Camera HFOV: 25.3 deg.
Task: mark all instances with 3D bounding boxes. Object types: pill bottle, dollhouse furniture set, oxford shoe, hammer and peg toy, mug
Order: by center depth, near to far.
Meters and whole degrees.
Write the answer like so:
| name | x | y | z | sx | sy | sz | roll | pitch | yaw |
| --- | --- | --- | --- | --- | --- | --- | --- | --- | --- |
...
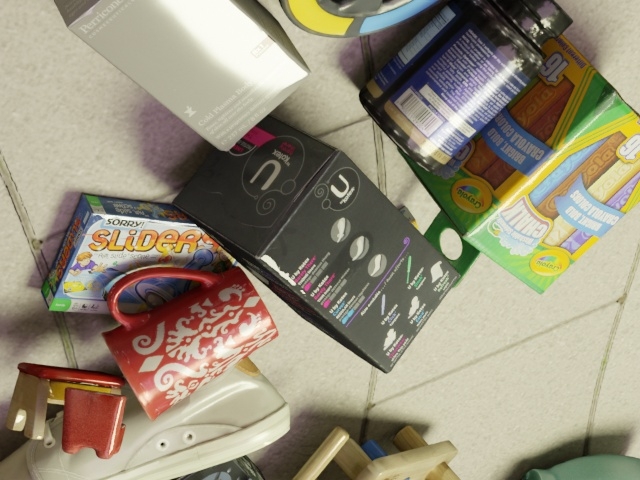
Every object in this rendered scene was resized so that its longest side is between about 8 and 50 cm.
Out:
| name | x | y | z | sx | sy | sz | roll | pitch | yaw |
| --- | --- | --- | --- | --- | --- | --- | --- | --- | --- |
| dollhouse furniture set | -0.341 | 0.119 | 1.401 | 0.374 | 0.201 | 0.152 | 10 | 88 | -34 |
| pill bottle | 0.156 | -0.187 | 1.512 | 0.219 | 0.123 | 0.123 | -44 | 137 | 12 |
| mug | -0.144 | 0.097 | 1.557 | 0.169 | 0.113 | 0.150 | -29 | 140 | -8 |
| oxford shoe | -0.260 | 0.234 | 1.664 | 0.449 | 0.169 | 0.130 | -19 | 95 | -3 |
| hammer and peg toy | 0.033 | 0.368 | 1.866 | 0.266 | 0.127 | 0.361 | -50 | 158 | 17 |

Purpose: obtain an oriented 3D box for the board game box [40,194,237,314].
| name | x | y | z | sx | sy | sz | roll | pitch | yaw |
| --- | --- | --- | --- | --- | --- | --- | --- | --- | --- |
| board game box | -0.189 | 0.022 | 1.566 | 0.201 | 0.035 | 0.136 | 6 | 126 | -35 |

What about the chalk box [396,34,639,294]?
| name | x | y | z | sx | sy | sz | roll | pitch | yaw |
| --- | --- | --- | --- | --- | --- | --- | --- | --- | --- |
| chalk box | 0.221 | -0.076 | 1.613 | 0.289 | 0.180 | 0.179 | -45 | 137 | 11 |

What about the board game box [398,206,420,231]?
| name | x | y | z | sx | sy | sz | roll | pitch | yaw |
| --- | --- | --- | --- | --- | --- | --- | --- | --- | --- |
| board game box | 0.085 | 0.038 | 1.749 | 0.103 | 0.026 | 0.154 | -29 | 138 | -3 |

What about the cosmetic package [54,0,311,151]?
| name | x | y | z | sx | sy | sz | roll | pitch | yaw |
| --- | --- | --- | --- | --- | --- | --- | --- | --- | --- |
| cosmetic package | -0.132 | -0.203 | 1.343 | 0.127 | 0.107 | 0.238 | -41 | 140 | 13 |

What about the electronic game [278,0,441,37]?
| name | x | y | z | sx | sy | sz | roll | pitch | yaw |
| --- | --- | --- | --- | --- | --- | --- | --- | --- | --- |
| electronic game | 0.065 | -0.277 | 1.391 | 0.229 | 0.048 | 0.229 | -19 | 154 | -10 |

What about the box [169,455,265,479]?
| name | x | y | z | sx | sy | sz | roll | pitch | yaw |
| --- | --- | --- | --- | --- | --- | --- | --- | --- | --- |
| box | -0.159 | 0.321 | 1.829 | 0.147 | 0.077 | 0.180 | -34 | 138 | 0 |

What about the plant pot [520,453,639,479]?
| name | x | y | z | sx | sy | sz | roll | pitch | yaw |
| --- | --- | --- | --- | --- | --- | --- | --- | --- | --- |
| plant pot | 0.391 | 0.452 | 2.157 | 0.196 | 0.293 | 0.293 | 15 | 124 | -9 |

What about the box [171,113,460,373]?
| name | x | y | z | sx | sy | sz | roll | pitch | yaw |
| --- | --- | --- | --- | --- | --- | --- | --- | --- | --- |
| box | 0.000 | 0.000 | 1.531 | 0.143 | 0.165 | 0.270 | -53 | 136 | -6 |
